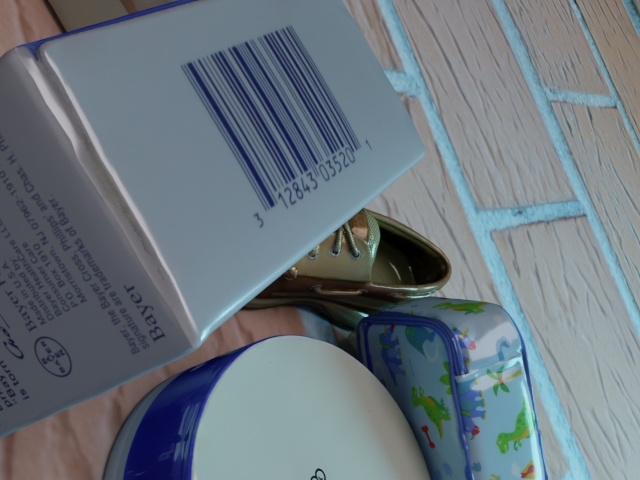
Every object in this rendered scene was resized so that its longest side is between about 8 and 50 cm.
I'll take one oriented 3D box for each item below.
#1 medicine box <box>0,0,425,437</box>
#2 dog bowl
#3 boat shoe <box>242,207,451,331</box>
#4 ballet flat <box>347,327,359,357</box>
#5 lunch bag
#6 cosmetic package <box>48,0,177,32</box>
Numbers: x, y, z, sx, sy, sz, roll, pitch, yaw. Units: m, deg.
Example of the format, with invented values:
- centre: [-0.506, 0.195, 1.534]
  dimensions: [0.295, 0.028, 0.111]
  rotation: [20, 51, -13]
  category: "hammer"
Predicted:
- centre: [-0.127, -0.017, 0.539]
  dimensions: [0.149, 0.289, 0.263]
  rotation: [60, 36, -7]
  category: "medicine box"
- centre: [-0.028, 0.210, 0.671]
  dimensions: [0.265, 0.104, 0.264]
  rotation: [29, 48, -37]
  category: "dog bowl"
- centre: [0.000, 0.000, 0.823]
  dimensions: [0.324, 0.120, 0.122]
  rotation: [17, 55, -44]
  category: "boat shoe"
- centre: [0.092, 0.139, 0.902]
  dimensions: [0.168, 0.057, 0.052]
  rotation: [30, 56, -35]
  category: "ballet flat"
- centre: [0.112, 0.163, 0.788]
  dimensions: [0.090, 0.176, 0.218]
  rotation: [-14, 97, -24]
  category: "lunch bag"
- centre: [-0.147, -0.234, 0.788]
  dimensions: [0.296, 0.129, 0.153]
  rotation: [59, 35, -4]
  category: "cosmetic package"
